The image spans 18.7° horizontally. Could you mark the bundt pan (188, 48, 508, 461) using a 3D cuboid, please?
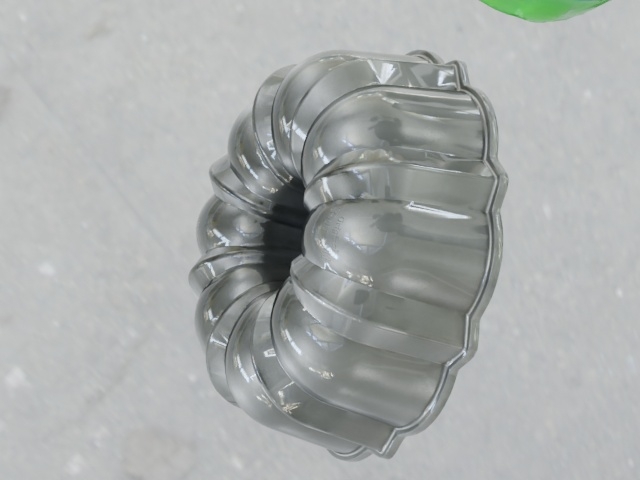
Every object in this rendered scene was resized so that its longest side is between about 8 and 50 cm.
[{"bbox_3d":[0.000,0.000,1.496,0.124,0.331,0.331,12,64,-27],"label":"bundt pan"}]

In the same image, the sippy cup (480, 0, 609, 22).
[{"bbox_3d":[0.175,-0.261,1.050,0.224,0.305,0.240,-18,76,45],"label":"sippy cup"}]
